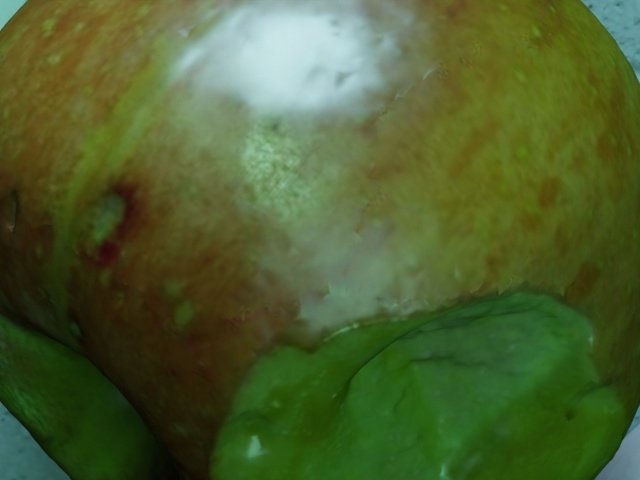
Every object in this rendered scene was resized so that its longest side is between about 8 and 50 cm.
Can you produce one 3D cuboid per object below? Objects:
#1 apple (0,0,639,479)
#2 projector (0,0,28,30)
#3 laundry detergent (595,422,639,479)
[{"bbox_3d":[0.000,0.000,0.624,0.340,0.339,0.339,0,92,-14],"label":"apple"},{"bbox_3d":[-0.231,-0.258,0.687,0.257,0.079,0.259,24,86,-13],"label":"projector"},{"bbox_3d":[0.249,0.160,0.812,0.335,0.088,0.159,-26,98,-11],"label":"laundry detergent"}]
